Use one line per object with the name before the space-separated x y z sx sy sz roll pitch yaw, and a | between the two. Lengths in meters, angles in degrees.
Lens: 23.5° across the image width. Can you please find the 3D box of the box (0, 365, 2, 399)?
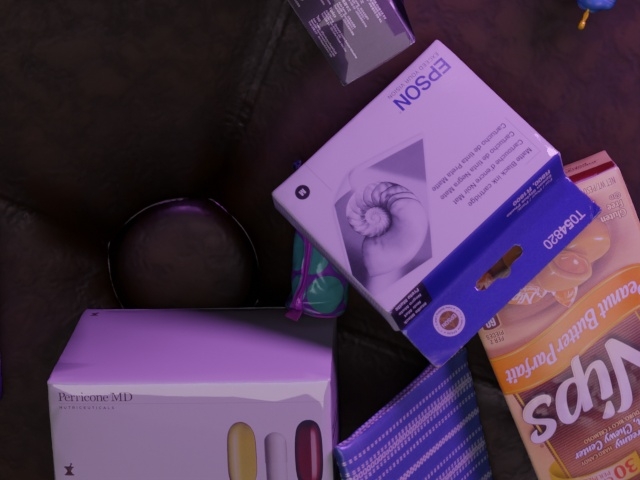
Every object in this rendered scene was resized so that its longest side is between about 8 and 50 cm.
box | -0.474 0.073 1.554 0.293 0.057 0.201 2 108 1

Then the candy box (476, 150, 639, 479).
candy box | 0.256 0.093 1.519 0.183 0.087 0.316 -22 102 8

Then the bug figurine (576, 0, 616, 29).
bug figurine | 0.197 -0.334 1.401 0.279 0.072 0.216 26 100 -2

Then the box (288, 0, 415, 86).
box | -0.034 -0.298 1.329 0.076 0.242 0.307 -32 103 9

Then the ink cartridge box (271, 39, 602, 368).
ink cartridge box | 0.108 -0.036 1.423 0.223 0.045 0.224 -44 77 -7

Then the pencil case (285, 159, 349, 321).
pencil case | 0.000 0.000 1.510 0.064 0.070 0.152 15 110 33

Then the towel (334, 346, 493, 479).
towel | 0.109 0.301 1.530 0.040 0.243 0.336 -1 110 34

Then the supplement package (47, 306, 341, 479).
supplement package | -0.113 0.163 1.496 0.262 0.204 0.145 -1 107 2
